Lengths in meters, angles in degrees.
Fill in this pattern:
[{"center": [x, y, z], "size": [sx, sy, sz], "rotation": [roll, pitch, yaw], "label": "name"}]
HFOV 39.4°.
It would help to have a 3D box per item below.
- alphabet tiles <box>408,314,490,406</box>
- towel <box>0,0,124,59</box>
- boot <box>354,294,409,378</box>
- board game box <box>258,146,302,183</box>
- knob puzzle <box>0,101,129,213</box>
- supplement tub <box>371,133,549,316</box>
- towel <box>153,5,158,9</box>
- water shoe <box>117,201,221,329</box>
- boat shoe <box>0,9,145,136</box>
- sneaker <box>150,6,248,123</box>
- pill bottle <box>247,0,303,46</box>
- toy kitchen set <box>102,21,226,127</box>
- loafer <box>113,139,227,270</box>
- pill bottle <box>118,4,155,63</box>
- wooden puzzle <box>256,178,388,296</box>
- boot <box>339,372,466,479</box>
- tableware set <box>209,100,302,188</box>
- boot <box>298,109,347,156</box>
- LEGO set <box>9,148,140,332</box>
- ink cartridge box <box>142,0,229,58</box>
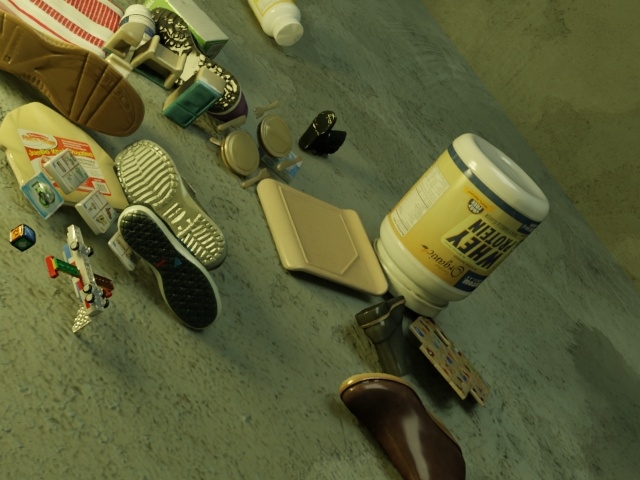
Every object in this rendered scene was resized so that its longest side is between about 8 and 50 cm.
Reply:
[{"center": [0.243, 0.224, 1.671], "size": [0.198, 0.009, 0.237], "rotation": [50, 14, 7], "label": "alphabet tiles"}, {"center": [-0.463, -0.406, 1.548], "size": [0.237, 0.037, 0.329], "rotation": [36, 27, -22], "label": "towel"}, {"center": [0.125, 0.176, 1.576], "size": [0.137, 0.077, 0.198], "rotation": [67, 22, 3], "label": "boot"}, {"center": [-0.083, -0.165, 1.787], "size": [0.090, 0.020, 0.090], "rotation": [41, 27, -11], "label": "board game box"}, {"center": [-0.377, -0.118, 1.267], "size": [0.213, 0.030, 0.213], "rotation": [34, 29, -22], "label": "knob puzzle"}, {"center": [0.260, -0.025, 1.739], "size": [0.228, 0.316, 0.228], "rotation": [35, 21, -16], "label": "supplement tub"}, {"center": [-0.310, -0.420, 1.779], "size": [0.009, 0.060, 0.083], "rotation": [-30, 76, -29], "label": "towel"}, {"center": [-0.201, 0.029, 1.245], "size": [0.203, 0.073, 0.080], "rotation": [58, 6, -16], "label": "water shoe"}, {"center": [-0.392, -0.256, 1.346], "size": [0.285, 0.104, 0.089], "rotation": [34, 3, -13], "label": "boat shoe"}, {"center": [-0.247, -0.322, 1.713], "size": [0.283, 0.107, 0.124], "rotation": [49, -1, 18], "label": "sneaker"}, {"center": [-0.111, -0.574, 2.237], "size": [0.103, 0.103, 0.184], "rotation": [14, 41, -48], "label": "pill bottle"}, {"center": [-0.291, -0.239, 1.511], "size": [0.207, 0.122, 0.166], "rotation": [31, 49, -27], "label": "toy kitchen set"}, {"center": [-0.225, -0.044, 1.348], "size": [0.251, 0.094, 0.087], "rotation": [54, -7, 19], "label": "loafer"}, {"center": [-0.336, -0.376, 1.637], "size": [0.067, 0.067, 0.120], "rotation": [26, 41, -35], "label": "pill bottle"}, {"center": [0.000, 0.000, 1.657], "size": [0.239, 0.044, 0.221], "rotation": [17, 39, -38], "label": "wooden puzzle"}, {"center": [0.138, 0.319, 1.338], "size": [0.248, 0.090, 0.206], "rotation": [34, 26, -32], "label": "boot"}, {"center": [-0.125, -0.179, 1.687], "size": [0.194, 0.039, 0.128], "rotation": [-33, 105, -49], "label": "tableware set"}, {"center": [0.019, -0.230, 1.925], "size": [0.099, 0.121, 0.045], "rotation": [2, 52, -47], "label": "boot"}, {"center": [-0.319, -0.003, 1.132], "size": [0.182, 0.060, 0.244], "rotation": [56, 14, -16], "label": "LEGO set"}, {"center": [-0.298, -0.467, 1.850], "size": [0.209, 0.062, 0.109], "rotation": [47, 26, 3], "label": "ink cartridge box"}]
